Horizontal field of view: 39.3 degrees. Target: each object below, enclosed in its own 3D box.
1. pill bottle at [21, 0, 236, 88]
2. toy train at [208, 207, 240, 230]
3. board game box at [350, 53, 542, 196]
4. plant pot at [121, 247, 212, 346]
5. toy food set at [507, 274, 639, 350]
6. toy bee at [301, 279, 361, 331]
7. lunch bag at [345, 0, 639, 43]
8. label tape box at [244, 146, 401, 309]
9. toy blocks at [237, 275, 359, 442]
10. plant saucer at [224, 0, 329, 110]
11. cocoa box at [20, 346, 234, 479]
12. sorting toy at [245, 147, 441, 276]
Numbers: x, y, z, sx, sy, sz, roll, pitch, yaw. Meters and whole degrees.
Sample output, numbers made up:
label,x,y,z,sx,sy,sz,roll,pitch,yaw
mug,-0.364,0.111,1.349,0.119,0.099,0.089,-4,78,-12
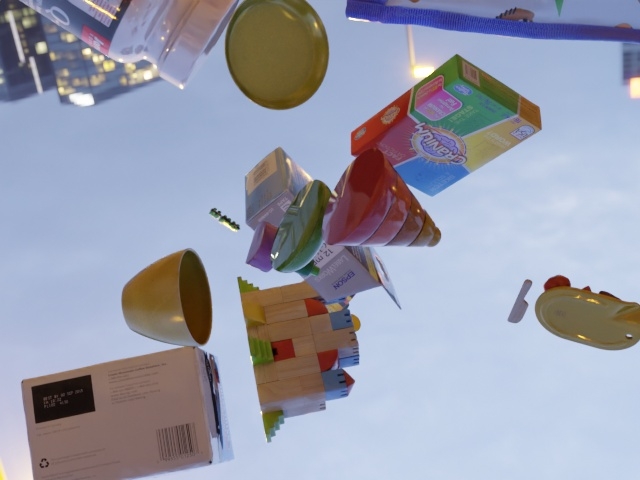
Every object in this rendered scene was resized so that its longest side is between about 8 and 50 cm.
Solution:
label,x,y,z,sx,sy,sz,roll,pitch,yaw
pill bottle,-0.314,-0.394,1.326,0.363,0.210,0.210,32,-158,-9
toy train,-0.223,-0.047,2.080,0.024,0.083,0.017,-30,-150,51
board game box,0.253,-0.225,1.841,0.316,0.242,0.064,-33,-136,43
plant pot,-0.213,0.083,1.213,0.095,0.134,0.134,-9,-158,10
toy food set,0.439,0.107,1.516,0.218,0.128,0.071,16,-132,16
toy bee,0.019,0.209,2.488,0.195,0.298,0.162,21,-148,5
lunch bag,0.185,-0.355,0.827,0.385,0.328,0.239,-10,-156,-40
label tape box,0.000,0.000,1.802,0.115,0.347,0.249,-38,-157,11
toy blocks,-0.029,0.239,2.027,0.261,0.190,0.381,-10,-125,-5
plant saucer,-0.093,-0.385,1.814,0.241,0.241,0.037,-22,-163,-28
cocoa box,-0.370,0.357,1.766,0.347,0.231,0.228,-12,166,3
sorting toy,0.029,-0.001,1.123,0.126,0.127,0.365,26,158,-20
